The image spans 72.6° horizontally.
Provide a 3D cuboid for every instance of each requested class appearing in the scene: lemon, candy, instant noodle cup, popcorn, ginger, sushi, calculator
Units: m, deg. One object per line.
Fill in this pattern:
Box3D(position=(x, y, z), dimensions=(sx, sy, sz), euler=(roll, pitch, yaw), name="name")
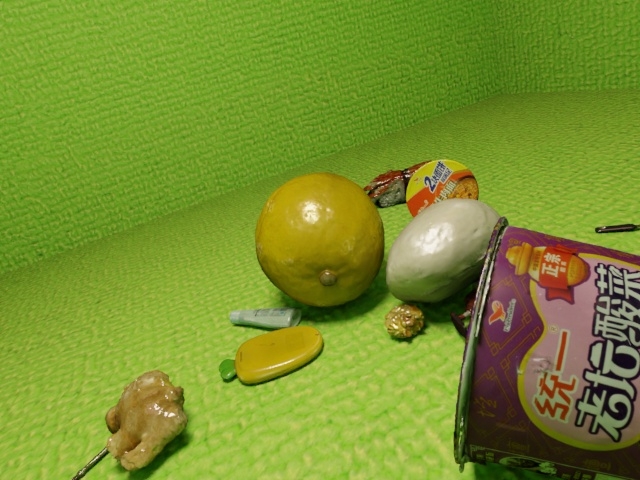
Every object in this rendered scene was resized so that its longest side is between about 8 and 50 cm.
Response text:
Box3D(position=(0.000, 0.000, 1.071), dimensions=(0.348, 0.347, 0.348), euler=(-14, 22, 6), name="lemon")
Box3D(position=(0.260, 0.020, 0.943), dimensions=(0.296, 0.185, 0.295), euler=(-28, -21, -11), name="candy")
Box3D(position=(0.368, -0.154, 1.358), dimensions=(0.213, 0.213, 0.174), euler=(-12, 13, 11), name="instant noodle cup")
Box3D(position=(0.174, 0.168, 0.899), dimensions=(0.082, 0.057, 0.083), euler=(-13, 25, 12), name="popcorn")
Box3D(position=(-0.330, 0.326, 0.827), dimensions=(0.216, 0.102, 0.157), euler=(18, 64, 50), name="ginger")
Box3D(position=(0.321, -0.203, 1.599), dimensions=(0.332, 0.129, 0.124), euler=(-16, 26, 15), name="sushi")
Box3D(position=(0.333, 0.152, 0.531), dimensions=(0.266, 0.339, 0.340), euler=(10, 33, 27), name="instant noodle cup")
Box3D(position=(-0.108, 0.246, 0.947), dimensions=(0.235, 0.032, 0.146), euler=(-17, 22, -5), name="calculator")

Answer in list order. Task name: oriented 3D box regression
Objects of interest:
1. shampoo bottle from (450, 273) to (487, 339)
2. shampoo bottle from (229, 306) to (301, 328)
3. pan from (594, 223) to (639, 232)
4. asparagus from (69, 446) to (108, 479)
Box3D(position=(0.375, 0.110, 0.879), dimensions=(0.284, 0.071, 0.153), euler=(-26, 20, -15), name="shampoo bottle")
Box3D(position=(-0.143, 0.192, 1.085), dimensions=(0.191, 0.041, 0.069), euler=(-5, 30, 27), name="shampoo bottle")
Box3D(position=(0.770, -0.039, 1.003), dimensions=(0.235, 0.028, 0.136), euler=(-3, 25, 30), name="pan")
Box3D(position=(-0.420, 0.411, 0.802), dimensions=(0.015, 0.014, 0.114), euler=(-20, 16, 42), name="asparagus")
